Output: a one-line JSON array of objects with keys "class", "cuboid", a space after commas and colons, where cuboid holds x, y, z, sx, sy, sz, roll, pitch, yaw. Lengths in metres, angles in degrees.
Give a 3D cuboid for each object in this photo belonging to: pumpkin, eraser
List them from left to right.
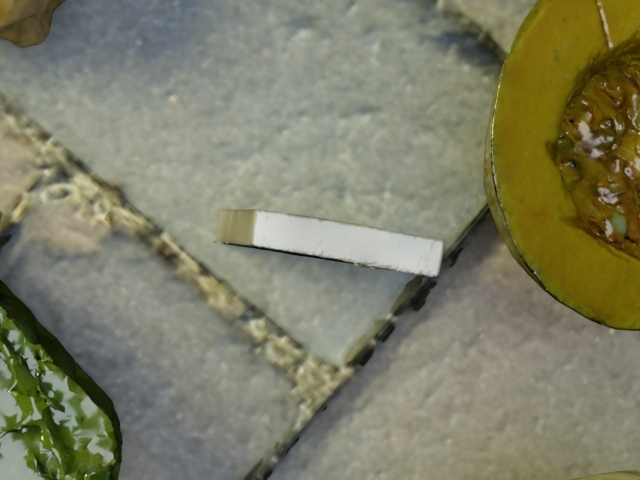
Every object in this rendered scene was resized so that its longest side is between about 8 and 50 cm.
[{"class": "eraser", "cuboid": [0.000, 0.000, 0.914, 0.104, 0.150, 0.023, 9, 89, -11]}, {"class": "pumpkin", "cuboid": [0.174, -0.054, 0.975, 0.217, 0.110, 0.217, 1, 88, -22]}]

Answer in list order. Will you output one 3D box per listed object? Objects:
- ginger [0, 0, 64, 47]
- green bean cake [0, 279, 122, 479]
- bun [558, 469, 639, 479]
[{"class": "ginger", "cuboid": [-0.289, -0.188, 0.864, 0.354, 0.126, 0.189, -4, 100, -13]}, {"class": "green bean cake", "cuboid": [-0.231, 0.111, 0.899, 0.200, 0.113, 0.214, -43, 100, -6]}, {"class": "bun", "cuboid": [0.149, 0.312, 0.928, 0.365, 0.219, 0.365, -2, 95, -27]}]
